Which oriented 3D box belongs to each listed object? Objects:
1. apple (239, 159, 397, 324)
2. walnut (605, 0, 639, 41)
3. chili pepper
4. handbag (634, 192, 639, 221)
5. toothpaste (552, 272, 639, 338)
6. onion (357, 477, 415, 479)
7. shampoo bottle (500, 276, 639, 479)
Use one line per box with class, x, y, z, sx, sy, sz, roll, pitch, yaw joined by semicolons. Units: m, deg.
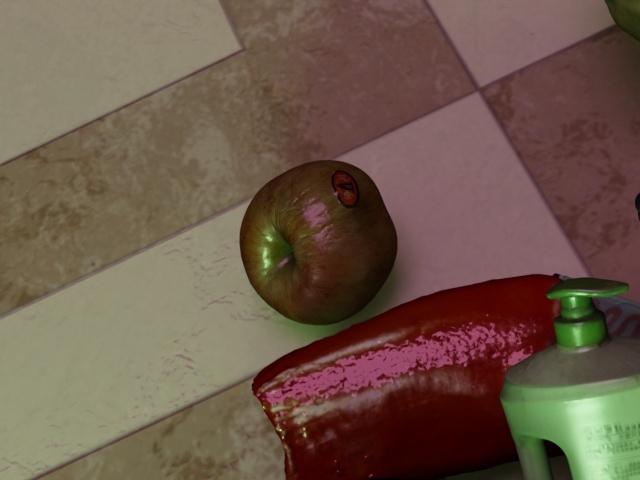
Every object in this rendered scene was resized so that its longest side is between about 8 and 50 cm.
apple;-0.001;0.003;1.180;0.126;0.126;0.102;31;31;34
walnut;0.326;-0.237;1.160;0.227;0.273;0.273;-46;47;26
chili pepper;0.128;0.090;1.057;0.338;0.131;0.134;-19;92;4
handbag;0.391;-0.012;0.896;0.303;0.122;0.329;-17;9;-26
toothpaste;0.248;0.071;1.094;0.205;0.036;0.056;16;64;32
onion;0.037;0.275;0.915;0.281;0.221;0.281;8;50;-10
shampoo bottle;0.177;0.135;0.947;0.118;0.234;0.087;-7;14;24
